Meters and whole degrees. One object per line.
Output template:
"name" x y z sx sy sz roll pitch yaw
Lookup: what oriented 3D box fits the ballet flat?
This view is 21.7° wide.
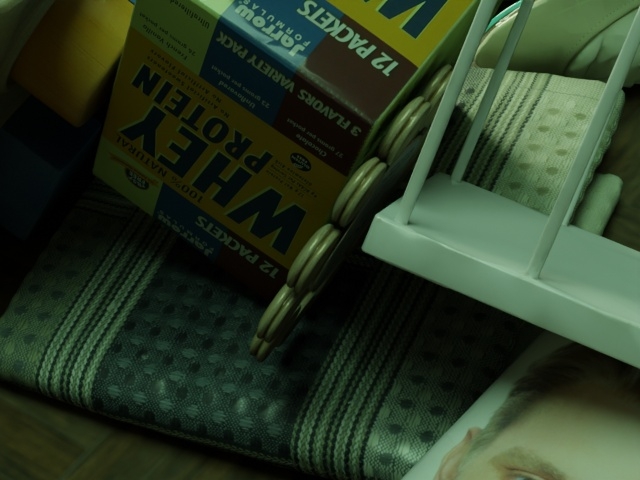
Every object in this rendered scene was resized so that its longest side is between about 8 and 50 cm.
"ballet flat" 0.221 -0.148 1.097 0.248 0.086 0.086 -26 46 -17

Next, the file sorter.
"file sorter" 0.193 -0.032 0.808 0.277 0.173 0.193 22 12 9

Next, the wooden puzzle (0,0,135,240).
"wooden puzzle" -0.128 -0.126 1.001 0.080 0.322 0.348 41 55 0

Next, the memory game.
"memory game" 0.019 -0.015 0.859 0.012 0.186 0.186 35 55 5

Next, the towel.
"towel" 0.000 0.000 1.008 0.312 0.056 0.324 12 50 24

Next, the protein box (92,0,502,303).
"protein box" -0.001 -0.111 0.910 0.136 0.200 0.201 35 58 5

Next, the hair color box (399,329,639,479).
"hair color box" 0.080 0.198 0.744 0.174 0.105 0.347 28 54 31
